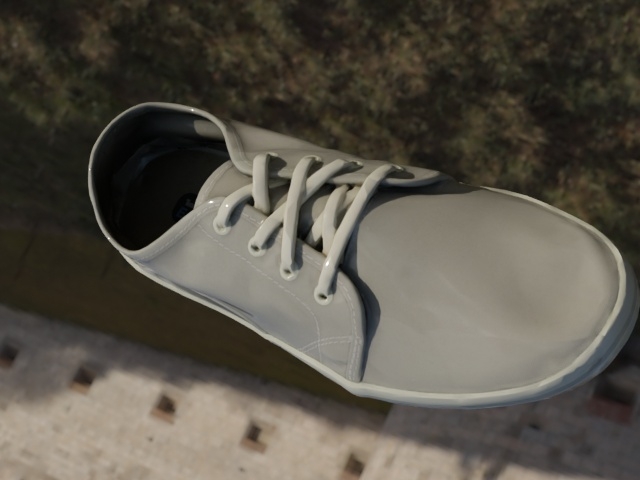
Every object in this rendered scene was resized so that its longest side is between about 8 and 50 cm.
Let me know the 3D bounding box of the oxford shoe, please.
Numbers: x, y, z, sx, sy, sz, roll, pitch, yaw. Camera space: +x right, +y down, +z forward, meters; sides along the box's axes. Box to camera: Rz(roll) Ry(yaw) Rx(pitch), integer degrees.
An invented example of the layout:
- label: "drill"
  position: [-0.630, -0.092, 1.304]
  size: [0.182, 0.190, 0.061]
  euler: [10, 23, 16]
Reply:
- label: "oxford shoe"
  position: [0.000, 0.000, 0.889]
  size: [0.449, 0.169, 0.130]
  euler: [17, 160, 33]
